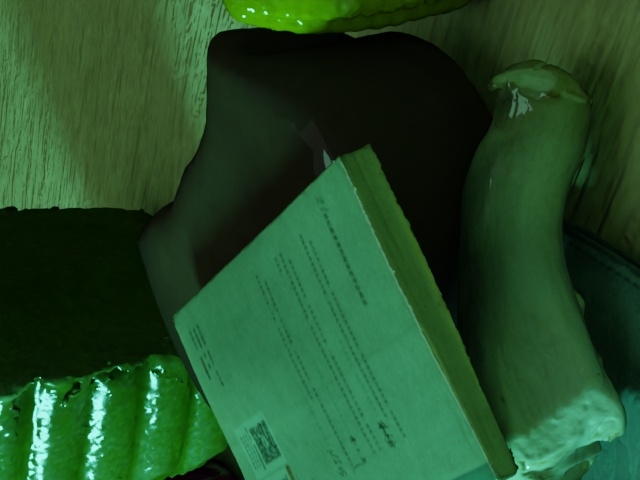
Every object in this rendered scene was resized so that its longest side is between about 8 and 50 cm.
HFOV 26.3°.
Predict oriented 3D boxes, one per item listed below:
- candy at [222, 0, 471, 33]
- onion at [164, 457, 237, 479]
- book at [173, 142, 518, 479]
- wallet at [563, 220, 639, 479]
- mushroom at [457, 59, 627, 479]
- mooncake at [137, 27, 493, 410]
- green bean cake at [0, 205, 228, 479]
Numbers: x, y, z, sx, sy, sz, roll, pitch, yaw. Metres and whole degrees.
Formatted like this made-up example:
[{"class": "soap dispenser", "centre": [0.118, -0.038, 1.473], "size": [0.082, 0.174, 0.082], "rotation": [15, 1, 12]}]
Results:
[{"class": "candy", "centre": [0.021, -0.187, 0.911], "size": [0.094, 0.198, 0.106], "rotation": [-9, 100, 65]}, {"class": "onion", "centre": [-0.158, 0.338, 1.429], "size": [0.230, 0.163, 0.230], "rotation": [174, 90, -67]}, {"class": "book", "centre": [-0.001, 0.091, 0.886], "size": [0.282, 0.025, 0.215], "rotation": [-37, 74, 54]}, {"class": "wallet", "centre": [0.204, 0.144, 0.839], "size": [0.290, 0.054, 0.251], "rotation": [-134, 47, -59]}, {"class": "mushroom", "centre": [0.128, 0.025, 0.837], "size": [0.096, 0.099, 0.278], "rotation": [-23, 65, 59]}, {"class": "mooncake", "centre": [0.000, 0.000, 1.024], "size": [0.334, 0.174, 0.326], "rotation": [32, 129, 49]}, {"class": "green bean cake", "centre": [-0.272, 0.121, 1.377], "size": [0.319, 0.335, 0.218], "rotation": [49, 138, 47]}]
